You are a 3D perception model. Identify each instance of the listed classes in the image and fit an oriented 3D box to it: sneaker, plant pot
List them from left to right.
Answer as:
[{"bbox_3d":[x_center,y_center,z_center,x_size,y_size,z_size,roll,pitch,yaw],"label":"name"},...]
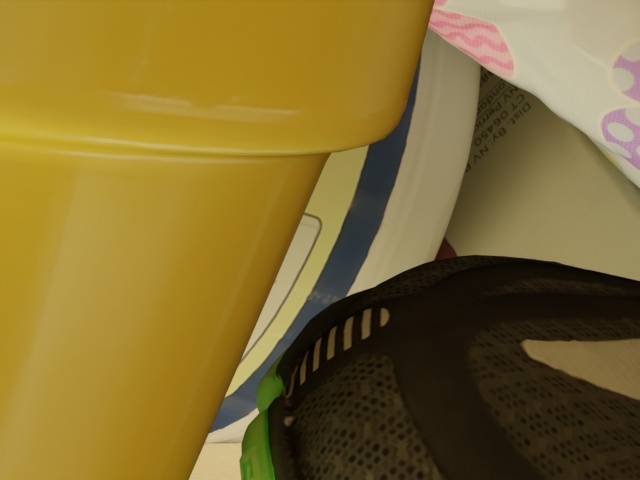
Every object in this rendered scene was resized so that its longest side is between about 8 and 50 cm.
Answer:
[{"bbox_3d":[-0.113,-0.011,0.427,0.254,0.239,0.254,11,-171,-2],"label":"plant pot"},{"bbox_3d":[0.220,0.068,0.479,0.483,0.185,0.202,11,133,-9],"label":"sneaker"}]

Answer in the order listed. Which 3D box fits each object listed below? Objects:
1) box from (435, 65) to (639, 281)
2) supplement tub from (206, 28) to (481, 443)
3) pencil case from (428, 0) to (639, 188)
[{"bbox_3d":[0.110,0.045,0.732,0.148,0.127,0.232,30,-158,-39],"label":"box"},{"bbox_3d":[-0.134,-0.069,0.685,0.325,0.235,0.235,16,172,-31],"label":"supplement tub"},{"bbox_3d":[0.108,-0.076,0.604,0.273,0.113,0.124,36,178,-18],"label":"pencil case"}]
